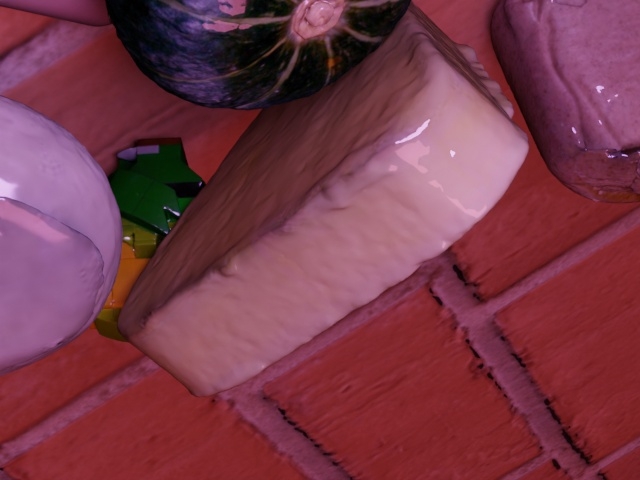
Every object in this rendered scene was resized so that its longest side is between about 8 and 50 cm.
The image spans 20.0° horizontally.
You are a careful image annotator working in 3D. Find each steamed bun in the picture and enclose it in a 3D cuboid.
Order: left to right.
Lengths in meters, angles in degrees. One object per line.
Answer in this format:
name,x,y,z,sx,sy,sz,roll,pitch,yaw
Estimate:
steamed bun,0.317,-0.161,1.661,0.301,0.251,0.199,-23,161,-4

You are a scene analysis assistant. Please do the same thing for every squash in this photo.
squash,-0.040,-0.210,1.313,0.252,0.165,0.252,-28,149,-19

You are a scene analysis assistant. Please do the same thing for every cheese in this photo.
cheese,0.022,-0.075,1.451,0.104,0.384,0.384,41,112,-16

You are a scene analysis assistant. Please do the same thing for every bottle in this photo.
bottle,-0.205,-0.192,1.329,0.140,0.053,0.053,7,134,-47

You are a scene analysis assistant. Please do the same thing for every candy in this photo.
candy,-0.295,-0.004,1.411,0.295,0.185,0.295,-7,139,-6

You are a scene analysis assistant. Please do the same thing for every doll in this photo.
doll,-0.141,0.001,1.557,0.186,0.134,0.106,-60,164,-23
